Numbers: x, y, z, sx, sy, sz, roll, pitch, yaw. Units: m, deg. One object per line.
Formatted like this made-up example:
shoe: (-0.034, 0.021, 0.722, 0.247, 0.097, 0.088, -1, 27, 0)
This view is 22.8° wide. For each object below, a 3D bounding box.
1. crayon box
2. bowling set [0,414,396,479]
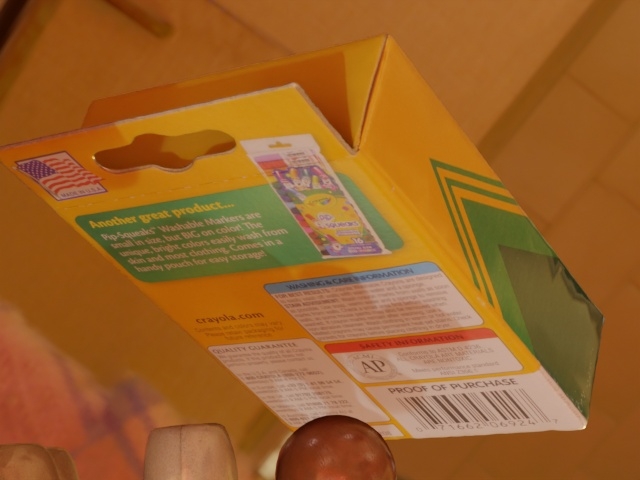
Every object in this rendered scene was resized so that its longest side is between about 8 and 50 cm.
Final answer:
crayon box: (0.000, 0.000, 0.890, 0.323, 0.203, 0.083, 47, 47, -41)
bowling set: (-0.062, 0.156, 0.665, 0.287, 0.199, 0.154, 81, 4, -83)
